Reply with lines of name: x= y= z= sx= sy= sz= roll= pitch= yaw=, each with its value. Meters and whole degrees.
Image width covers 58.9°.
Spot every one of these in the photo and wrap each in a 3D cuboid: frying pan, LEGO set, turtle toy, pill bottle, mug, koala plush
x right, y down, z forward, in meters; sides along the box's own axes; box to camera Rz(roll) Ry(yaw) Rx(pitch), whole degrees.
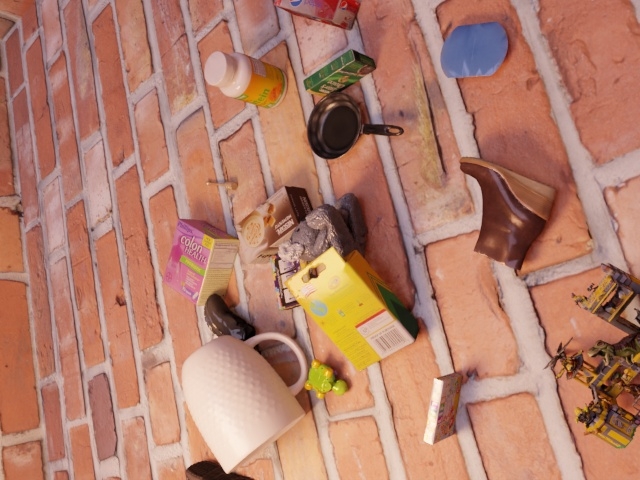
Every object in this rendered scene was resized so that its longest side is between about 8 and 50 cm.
frying pan: x=0.093 y=-0.343 z=1.610 sx=0.326 sy=0.053 sz=0.197 roll=-14 pitch=79 yaw=37
LEGO set: x=0.543 y=0.199 z=1.069 sx=0.192 sy=0.255 sz=0.331 roll=31 pitch=121 yaw=9
turtle toy: x=0.018 y=0.400 z=1.620 sx=0.130 sy=0.066 sz=0.095 roll=27 pitch=105 yaw=37
pill bottle: x=-0.232 y=-0.502 z=1.762 sx=0.136 sy=0.246 sz=0.136 roll=-3 pitch=86 yaw=40
mug: x=-0.210 y=0.430 z=1.676 sx=0.374 sy=0.276 sz=0.328 roll=-35 pitch=74 yaw=-11
koala plush: x=0.000 y=0.000 z=1.585 sx=0.221 sy=0.196 sz=0.203 roll=-14 pitch=99 yaw=35

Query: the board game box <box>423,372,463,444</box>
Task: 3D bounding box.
board game box: x=0.296 y=0.402 z=1.364 sx=0.026 sy=0.103 sz=0.154 roll=12 pitch=96 yaw=40

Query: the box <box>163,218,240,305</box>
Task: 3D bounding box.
box: x=-0.416 y=0.073 z=1.969 sx=0.213 sy=0.117 sz=0.243 roll=26 pitch=104 yaw=38

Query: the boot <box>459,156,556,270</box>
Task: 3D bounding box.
boot: x=0.395 y=-0.069 z=1.315 sx=0.248 sy=0.090 sz=0.207 roll=31 pitch=105 yaw=33

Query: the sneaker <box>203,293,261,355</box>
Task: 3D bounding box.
sneaker: x=-0.280 y=0.293 z=1.865 sx=0.130 sy=0.109 sz=0.286 roll=-37 pitch=74 yaw=25

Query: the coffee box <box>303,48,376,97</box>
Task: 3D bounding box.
coffee box: x=0.053 y=-0.469 z=1.611 sx=0.184 sy=0.113 sz=0.040 roll=-22 pitch=76 yaw=35

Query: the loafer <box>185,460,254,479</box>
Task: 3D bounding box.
loafer: x=-0.296 y=0.836 z=1.835 sx=0.366 sy=0.134 sz=0.130 roll=10 pitch=104 yaw=45

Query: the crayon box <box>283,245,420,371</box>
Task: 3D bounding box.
crayon box: x=0.081 y=0.167 z=1.479 sx=0.202 sy=0.081 sz=0.318 roll=-36 pitch=97 yaw=32

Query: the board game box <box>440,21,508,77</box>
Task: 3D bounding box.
board game box: x=0.379 y=-0.461 z=1.391 sx=0.169 sy=0.033 sz=0.133 roll=7 pitch=87 yaw=35

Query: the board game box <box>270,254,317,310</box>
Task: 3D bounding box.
board game box: x=-0.077 y=0.116 z=1.728 sx=0.141 sy=0.048 sz=0.170 roll=-19 pitch=75 yaw=35

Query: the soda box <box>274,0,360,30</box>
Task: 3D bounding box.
soda box: x=-0.013 y=-0.704 z=1.690 sx=0.263 sy=0.092 sz=0.083 roll=32 pitch=108 yaw=36

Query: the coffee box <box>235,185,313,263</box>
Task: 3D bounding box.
coffee box: x=-0.138 y=-0.044 z=1.754 sx=0.246 sy=0.098 sz=0.141 roll=-34 pitch=67 yaw=34

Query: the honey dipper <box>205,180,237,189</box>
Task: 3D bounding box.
honey dipper: x=-0.351 y=-0.197 z=1.989 sx=0.161 sy=0.030 sz=0.030 roll=12 pitch=95 yaw=44
